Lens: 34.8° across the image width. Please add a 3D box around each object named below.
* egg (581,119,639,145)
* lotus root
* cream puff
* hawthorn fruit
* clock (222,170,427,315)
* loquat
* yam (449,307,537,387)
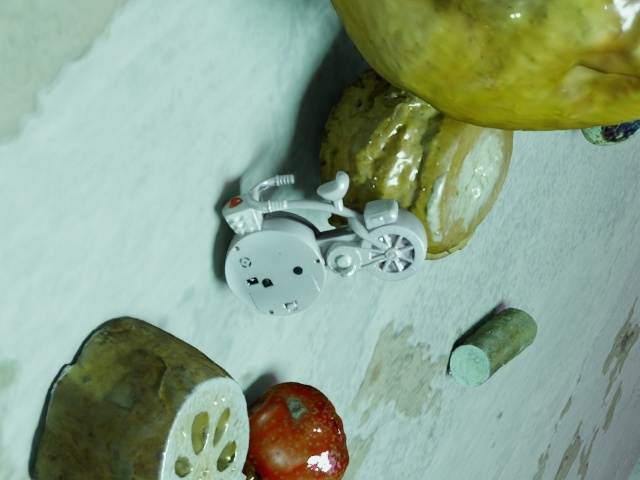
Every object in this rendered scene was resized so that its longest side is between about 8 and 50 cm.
[{"bbox_3d":[0.341,-0.158,1.169,0.110,0.085,0.085,-53,150,-9],"label":"egg"},{"bbox_3d":[-0.097,0.109,0.593,0.112,0.081,0.122,-68,154,-17],"label":"lotus root"},{"bbox_3d":[0.061,-0.059,0.703,0.150,0.115,0.165,-63,153,-8],"label":"cream puff"},{"bbox_3d":[-0.025,0.151,0.743,0.093,0.093,0.093,-40,142,-42],"label":"hawthorn fruit"},{"bbox_3d":[0.000,0.000,0.636,0.041,0.129,0.087,-77,153,-59],"label":"clock"},{"bbox_3d":[0.124,-0.202,0.545,0.276,0.276,0.284,75,32,-49],"label":"loquat"},{"bbox_3d":[0.193,0.117,1.139,0.132,0.054,0.054,-26,131,-51],"label":"yam"}]
